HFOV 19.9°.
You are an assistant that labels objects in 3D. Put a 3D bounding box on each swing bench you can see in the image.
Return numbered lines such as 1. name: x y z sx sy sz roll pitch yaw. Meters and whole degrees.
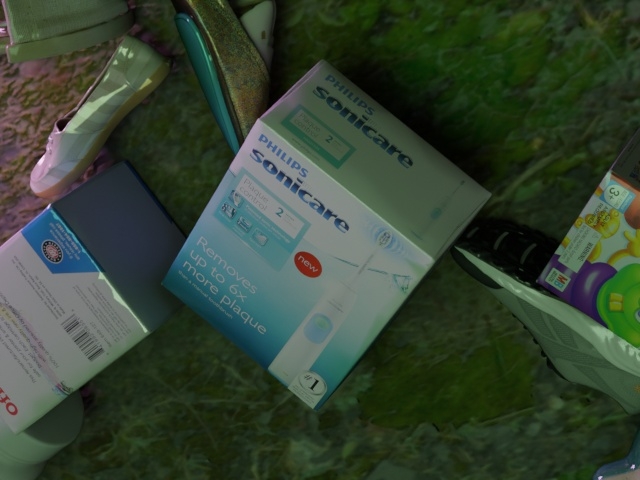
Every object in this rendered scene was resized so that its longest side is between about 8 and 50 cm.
1. swing bench: -0.346 -0.317 1.860 0.255 0.165 0.253 -1 109 22

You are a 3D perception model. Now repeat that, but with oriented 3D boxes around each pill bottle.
1. pill bottle: -0.416 0.242 2.112 0.283 0.161 0.161 -36 94 30

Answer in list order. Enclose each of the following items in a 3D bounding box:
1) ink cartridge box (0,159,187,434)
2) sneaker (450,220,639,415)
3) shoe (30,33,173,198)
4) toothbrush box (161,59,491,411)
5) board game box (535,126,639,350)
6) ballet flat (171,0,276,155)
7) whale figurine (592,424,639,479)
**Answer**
1. ink cartridge box: -0.274 0.061 1.978 0.233 0.168 0.171 -36 94 29
2. sneaker: 0.237 0.080 1.820 0.271 0.100 0.108 35 126 6
3. shoe: -0.246 -0.132 1.939 0.058 0.076 0.219 37 113 -21
4. toothbrush box: 0.000 0.000 1.820 0.216 0.126 0.295 40 138 3
5. board game box: 0.368 0.040 1.722 0.275 0.144 0.142 34 120 8
6. ballet flat: -0.111 -0.253 1.828 0.123 0.123 0.348 -20 104 28
7. whale figurine: 0.359 0.239 1.823 0.216 0.141 0.272 12 146 -23
